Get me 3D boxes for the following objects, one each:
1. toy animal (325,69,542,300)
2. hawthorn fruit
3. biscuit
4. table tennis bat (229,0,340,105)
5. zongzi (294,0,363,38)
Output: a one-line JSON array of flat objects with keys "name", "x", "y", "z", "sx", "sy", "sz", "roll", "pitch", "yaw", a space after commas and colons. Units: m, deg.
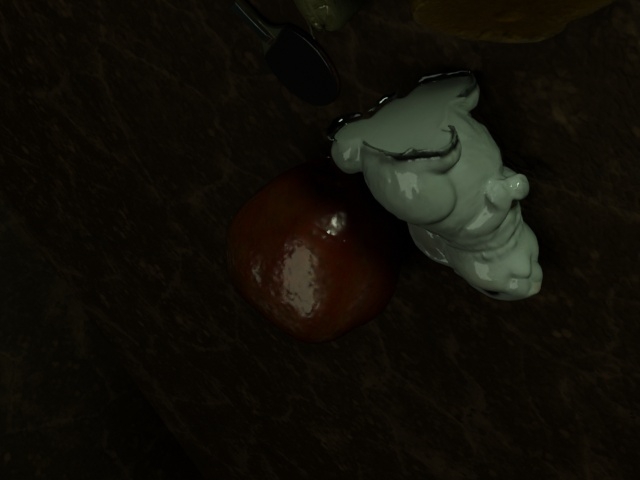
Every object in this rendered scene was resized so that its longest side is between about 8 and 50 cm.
[{"name": "toy animal", "x": 0.189, "y": -0.055, "z": 1.820, "sx": 0.258, "sy": 0.194, "sz": 0.357, "roll": 5, "pitch": 140, "yaw": 35}, {"name": "hawthorn fruit", "x": 0.004, "y": 0.014, "z": 2.050, "sx": 0.311, "sy": 0.295, "sz": 0.295, "roll": -35, "pitch": 99, "yaw": 36}, {"name": "biscuit", "x": 0.217, "y": -0.314, "z": 1.412, "sx": 0.287, "sy": 0.057, "sz": 0.344, "roll": 5, "pitch": 164, "yaw": -22}, {"name": "table tennis bat", "x": -0.056, "y": -0.297, "z": 1.976, "sx": 0.220, "sy": 0.019, "sz": 0.130, "roll": 44, "pitch": 149, "yaw": -1}, {"name": "zongzi", "x": 0.019, "y": -0.388, "z": 1.703, "sx": 0.197, "sy": 0.099, "sz": 0.194, "roll": -10, "pitch": 120, "yaw": 47}]
